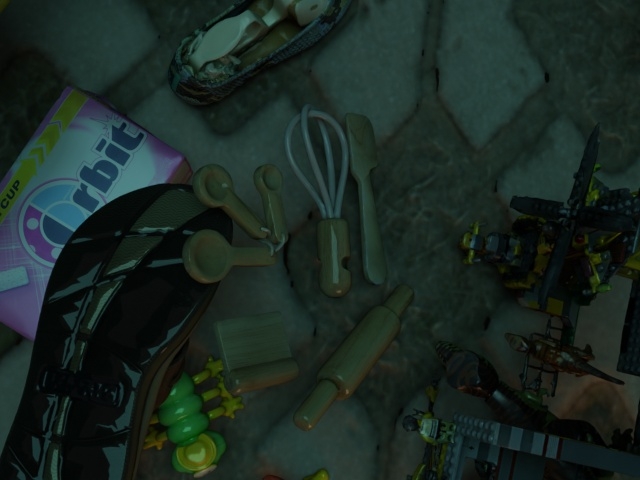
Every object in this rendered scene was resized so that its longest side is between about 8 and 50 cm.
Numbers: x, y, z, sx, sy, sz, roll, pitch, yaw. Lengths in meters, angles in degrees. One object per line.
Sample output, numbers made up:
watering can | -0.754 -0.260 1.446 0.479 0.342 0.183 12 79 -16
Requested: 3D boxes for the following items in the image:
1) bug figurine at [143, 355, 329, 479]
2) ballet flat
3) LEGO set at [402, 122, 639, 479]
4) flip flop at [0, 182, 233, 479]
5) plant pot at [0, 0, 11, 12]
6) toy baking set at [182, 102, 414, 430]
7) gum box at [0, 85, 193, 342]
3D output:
bug figurine | -0.129 0.215 0.605 0.279 0.072 0.216 -26 85 -6
ballet flat | -0.043 -0.178 0.665 0.188 0.070 0.070 -41 87 -7
LEGO set | 0.126 0.097 0.545 0.192 0.255 0.331 16 89 -17
flip flop | -0.141 0.089 0.573 0.112 0.080 0.277 14 78 8
plant pot | -0.354 -0.167 0.473 0.227 0.228 0.207 -43 92 10
toy baking set | 0.002 0.007 0.605 0.256 0.030 0.197 -39 109 -44
gum box | -0.191 -0.018 0.636 0.107 0.062 0.188 31 82 1
